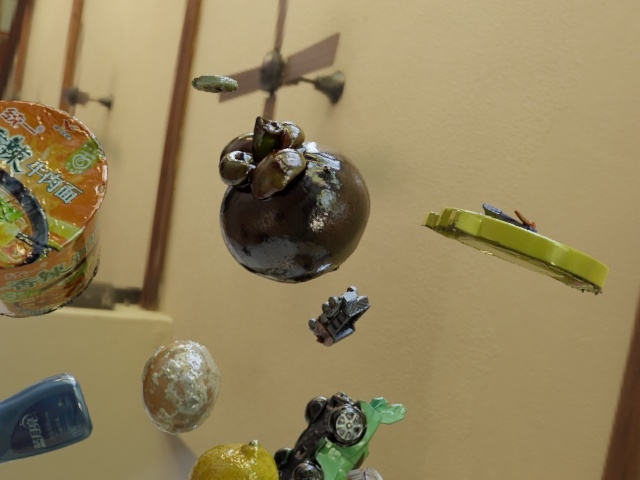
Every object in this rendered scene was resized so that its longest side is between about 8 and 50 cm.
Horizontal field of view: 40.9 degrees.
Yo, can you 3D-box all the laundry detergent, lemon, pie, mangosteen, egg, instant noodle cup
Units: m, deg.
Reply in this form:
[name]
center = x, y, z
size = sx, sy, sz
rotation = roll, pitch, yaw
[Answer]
[laundry detergent]
center = -0.602, 0.370, 1.684
size = 0.094, 0.289, 0.144
rotation = 33, -40, 61
[lemon]
center = -0.184, 0.513, 1.793
size = 0.244, 0.186, 0.187
rotation = -52, -141, 25
[pie]
center = -0.180, -0.268, 1.478
size = 0.084, 0.084, 0.020
rotation = 1, -93, 62
[mangosteen]
center = -0.065, -0.086, 1.680
size = 0.306, 0.347, 0.307
rotation = -26, -155, 13
[egg]
center = -0.353, 0.369, 2.154
size = 0.203, 0.203, 0.245
rotation = -48, -153, 47
[instant noodle cup]
center = -0.363, -0.024, 1.030
size = 0.182, 0.230, 0.230
rotation = 102, -19, -59

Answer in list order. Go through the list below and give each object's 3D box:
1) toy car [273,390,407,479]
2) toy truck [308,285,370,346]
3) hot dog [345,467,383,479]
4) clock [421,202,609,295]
[toy car]
center = 0.036, 0.516, 2.165
size = 0.359, 0.176, 0.213
rotation = -55, -165, -14
[toy truck]
center = 0.049, 0.195, 2.174
size = 0.092, 0.083, 0.192
rotation = 54, -40, 14
[hot dog]
center = 0.114, 0.597, 1.761
size = 0.075, 0.144, 0.268
rotation = -30, -136, 17
[clock]
center = 0.317, 0.001, 1.359
size = 0.277, 0.293, 0.071
rotation = -160, -87, -79
